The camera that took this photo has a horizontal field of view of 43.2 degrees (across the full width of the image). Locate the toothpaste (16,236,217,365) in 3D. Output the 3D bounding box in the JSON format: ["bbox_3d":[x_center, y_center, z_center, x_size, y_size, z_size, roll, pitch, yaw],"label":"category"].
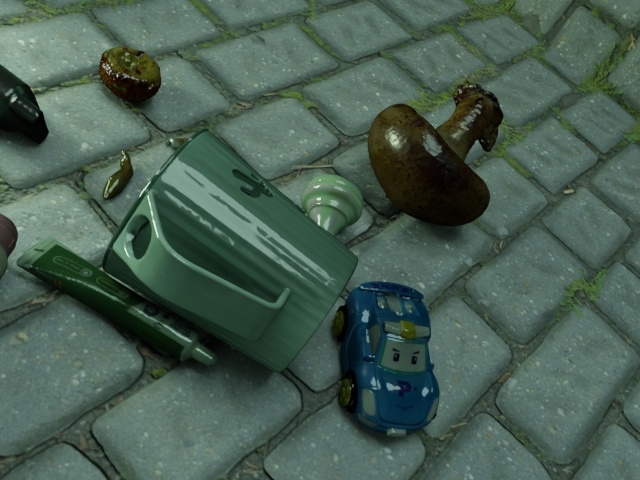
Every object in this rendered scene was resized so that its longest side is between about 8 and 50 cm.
[{"bbox_3d":[-0.354,0.117,1.447,0.392,0.061,0.099,31,36,3],"label":"toothpaste"}]

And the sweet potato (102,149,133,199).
[{"bbox_3d":[-0.410,-0.131,1.659,0.041,0.038,0.153,40,36,-25],"label":"sweet potato"}]

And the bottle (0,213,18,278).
[{"bbox_3d":[-0.586,0.045,1.341,0.109,0.110,0.233,25,44,-7],"label":"bottle"}]

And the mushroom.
[{"bbox_3d":[0.306,-0.201,1.937,0.334,0.356,0.331,-32,98,-85],"label":"mushroom"}]

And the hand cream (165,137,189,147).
[{"bbox_3d":[-0.301,-0.219,1.815,0.102,0.022,0.035,-6,49,-39],"label":"hand cream"}]

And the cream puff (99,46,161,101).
[{"bbox_3d":[-0.432,-0.373,1.834,0.149,0.084,0.149,19,41,-18],"label":"cream puff"}]

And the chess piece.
[{"bbox_3d":[0.000,0.000,1.729,0.139,0.139,0.272,24,55,-9],"label":"chess piece"}]

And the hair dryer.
[{"bbox_3d":[-0.696,-0.231,1.555,0.244,0.116,0.302,36,54,4],"label":"hair dryer"}]

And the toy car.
[{"bbox_3d":[0.141,0.220,1.563,0.198,0.166,0.314,11,47,-17],"label":"toy car"}]

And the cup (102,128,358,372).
[{"bbox_3d":[-0.177,0.048,1.435,0.392,0.310,0.401,36,43,-2],"label":"cup"}]
